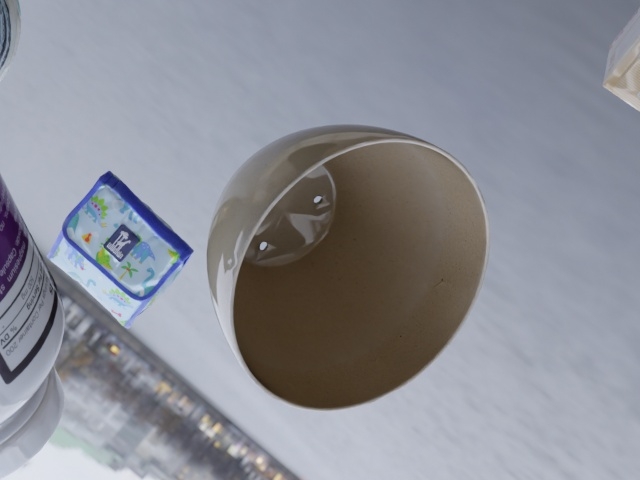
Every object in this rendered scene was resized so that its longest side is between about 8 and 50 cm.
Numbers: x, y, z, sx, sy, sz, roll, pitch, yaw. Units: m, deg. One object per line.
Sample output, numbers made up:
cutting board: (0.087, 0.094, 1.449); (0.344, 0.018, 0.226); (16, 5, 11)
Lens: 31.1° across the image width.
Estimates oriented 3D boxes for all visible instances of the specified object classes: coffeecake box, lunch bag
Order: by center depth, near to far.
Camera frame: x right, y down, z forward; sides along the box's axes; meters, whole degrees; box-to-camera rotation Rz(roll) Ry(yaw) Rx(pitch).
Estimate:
coffeecake box: (0.358, -0.215, 1.158); (0.068, 0.142, 0.185); (35, -154, 0)
lunch bag: (-0.214, 0.007, 1.260); (0.129, 0.096, 0.151); (42, 138, -2)

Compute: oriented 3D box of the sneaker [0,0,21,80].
sneaker: (-0.260, -0.116, 0.457); (0.283, 0.110, 0.122); (7, -171, -20)

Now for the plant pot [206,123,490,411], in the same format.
plant pot: (0.000, 0.000, 1.153); (0.284, 0.284, 0.191); (48, 176, -38)

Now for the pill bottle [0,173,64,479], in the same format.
pill bottle: (-0.277, 0.012, 0.721); (0.181, 0.181, 0.323); (31, 148, 41)
